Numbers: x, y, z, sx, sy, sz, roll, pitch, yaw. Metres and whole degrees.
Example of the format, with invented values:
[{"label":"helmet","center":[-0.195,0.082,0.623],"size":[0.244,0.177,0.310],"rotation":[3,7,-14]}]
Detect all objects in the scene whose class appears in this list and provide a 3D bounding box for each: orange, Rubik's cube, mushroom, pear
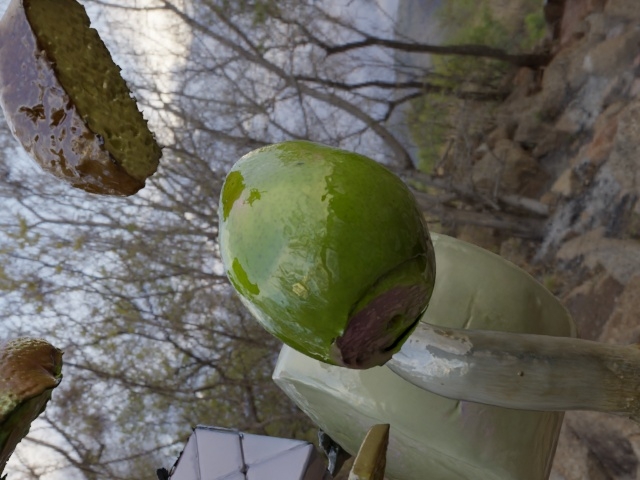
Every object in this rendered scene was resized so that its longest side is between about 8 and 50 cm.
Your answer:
[{"label":"orange","center":[-0.568,0.311,1.164],"size":[0.334,0.196,0.262],"rotation":[-122,46,-64]},{"label":"Rubik's cube","center":[-0.107,0.450,1.031],"size":[0.221,0.231,0.224],"rotation":[-67,-33,-41]},{"label":"mushroom","center":[0.236,0.152,0.807],"size":[0.122,0.351,0.095],"rotation":[-64,-19,-58]},{"label":"pear","center":[0.000,0.000,0.597],"size":[0.188,0.219,0.187],"rotation":[-22,-44,-22]}]

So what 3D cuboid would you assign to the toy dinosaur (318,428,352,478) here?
[{"label":"toy dinosaur","center":[0.042,0.397,1.368],"size":[0.179,0.087,0.187],"rotation":[85,-163,-63]}]

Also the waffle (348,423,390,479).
[{"label":"waffle","center":[0.039,0.247,0.590],"size":[0.097,0.023,0.152],"rotation":[-44,-40,-67]}]

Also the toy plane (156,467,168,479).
[{"label":"toy plane","center":[-0.210,0.404,0.862],"size":[0.053,0.078,0.197],"rotation":[23,-136,-53]}]

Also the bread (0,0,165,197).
[{"label":"bread","center":[-0.306,-0.160,0.802],"size":[0.260,0.134,0.129],"rotation":[65,-160,-6]}]

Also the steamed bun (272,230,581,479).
[{"label":"steamed bun","center":[0.179,0.189,1.049],"size":[0.290,0.456,0.371],"rotation":[114,-179,-61]}]
